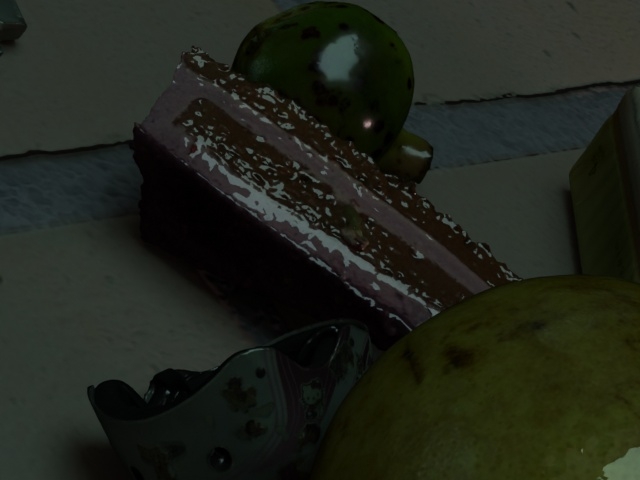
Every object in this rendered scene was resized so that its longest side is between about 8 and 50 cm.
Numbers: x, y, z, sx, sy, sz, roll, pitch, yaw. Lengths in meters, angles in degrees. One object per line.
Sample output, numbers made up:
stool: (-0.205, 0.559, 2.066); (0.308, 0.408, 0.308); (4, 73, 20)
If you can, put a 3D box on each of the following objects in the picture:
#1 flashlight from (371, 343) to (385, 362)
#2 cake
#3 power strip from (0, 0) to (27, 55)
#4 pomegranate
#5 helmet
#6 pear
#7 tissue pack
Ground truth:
flashlight: (0.109, 0.076, 1.337); (0.200, 0.047, 0.093); (2, 44, -27)
cake: (0.000, 0.000, 1.293); (0.295, 0.113, 0.116); (32, 46, 10)
power strip: (-0.277, -0.218, 1.438); (0.060, 0.027, 0.253); (1, 46, -33)
pomegranate: (0.018, -0.114, 1.430); (0.169, 0.122, 0.143); (21, 24, -7)
helmet: (-0.040, 0.113, 1.130); (0.177, 0.153, 0.107); (-13, 86, -52)
pear: (0.132, 0.182, 1.032); (0.304, 0.304, 0.304); (18, 39, -15)
tissue pack: (0.291, 0.008, 1.466); (0.159, 0.125, 0.234); (17, 40, -14)
